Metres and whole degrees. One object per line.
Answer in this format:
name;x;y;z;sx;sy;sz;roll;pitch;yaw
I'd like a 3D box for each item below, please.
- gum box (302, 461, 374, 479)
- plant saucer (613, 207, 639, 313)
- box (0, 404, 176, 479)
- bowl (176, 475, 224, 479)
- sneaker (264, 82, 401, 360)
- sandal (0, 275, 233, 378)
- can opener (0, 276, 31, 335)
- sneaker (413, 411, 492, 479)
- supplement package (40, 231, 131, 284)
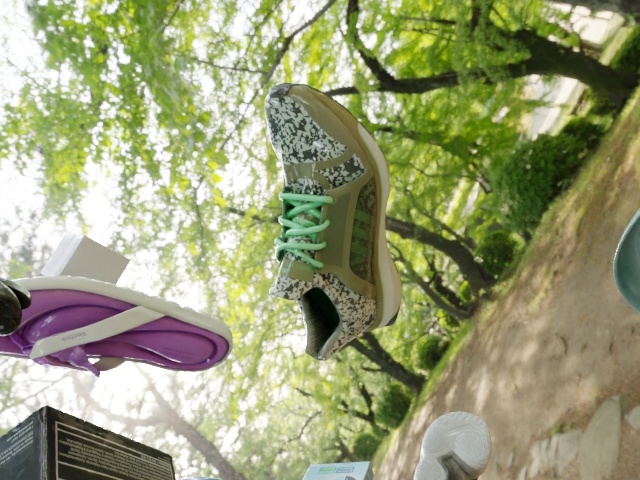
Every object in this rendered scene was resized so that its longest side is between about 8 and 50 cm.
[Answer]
gum box;0.022;0.570;1.091;0.184;0.157;0.041;-27;-77;-69
plant saucer;0.444;-0.007;0.441;0.317;0.318;0.043;95;-173;-50
box;-0.345;0.448;0.697;0.183;0.294;0.296;-37;-45;0
bowl;-0.243;0.690;0.995;0.077;0.391;0.391;-31;16;30
sneaker;0.000;0.000;0.656;0.182;0.158;0.410;-44;-54;-41
sandal;-0.321;0.152;0.743;0.169;0.417;0.102;-60;35;27
can opener;-0.399;0.051;0.492;0.073;0.186;0.059;10;80;61
sneaker;0.192;0.400;0.765;0.269;0.101;0.152;-39;-43;-51
supplement package;-0.633;0.070;1.307;0.134;0.244;0.138;36;-108;-33
